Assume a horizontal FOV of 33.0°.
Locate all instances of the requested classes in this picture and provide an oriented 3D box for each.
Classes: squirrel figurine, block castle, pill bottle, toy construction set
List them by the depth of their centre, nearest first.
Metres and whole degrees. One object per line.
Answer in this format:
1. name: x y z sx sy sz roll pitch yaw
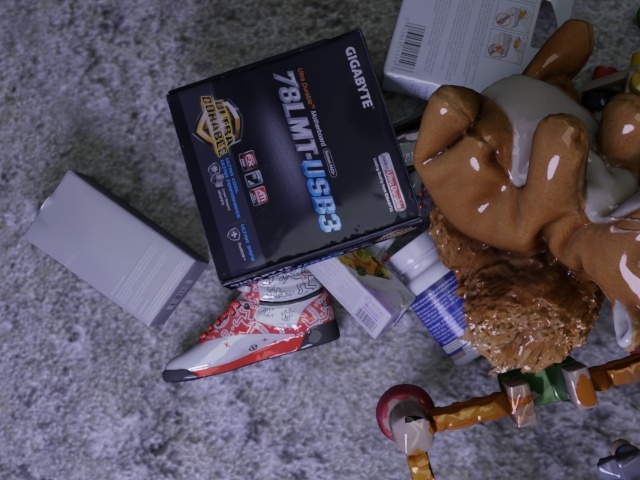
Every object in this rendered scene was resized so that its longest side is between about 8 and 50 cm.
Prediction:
1. squirrel figurine: 0.313 -0.008 1.354 0.281 0.397 0.370 -26 58 -37
2. toy construction set: 0.472 -0.157 1.470 0.257 0.237 0.309 39 87 4
3. block castle: 0.328 0.300 1.482 0.453 0.213 0.303 -16 92 0
4. pill bottle: 0.185 0.078 1.560 0.112 0.112 0.187 -38 87 3

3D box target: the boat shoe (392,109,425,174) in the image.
1. boat shoe: 0.213 -0.152 1.572 0.335 0.095 0.112 -17 87 4

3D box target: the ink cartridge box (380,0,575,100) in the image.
1. ink cartridge box: 0.235 -0.319 1.557 0.239 0.060 0.275 15 72 4

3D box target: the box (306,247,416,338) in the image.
1. box: 0.000 0.000 1.563 0.324 0.067 0.063 45 48 15

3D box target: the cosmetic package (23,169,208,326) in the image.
1. cosmetic package: -0.304 0.012 1.607 0.238 0.107 0.127 37 92 7

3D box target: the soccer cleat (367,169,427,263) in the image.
1. soccer cleat: 0.089 -0.031 1.570 0.076 0.068 0.196 36 116 10

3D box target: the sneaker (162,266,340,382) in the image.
1. sneaker: -0.117 0.113 1.596 0.270 0.090 0.145 -16 86 0

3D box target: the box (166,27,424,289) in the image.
1. box: -0.036 -0.113 1.510 0.293 0.073 0.295 -17 79 6
